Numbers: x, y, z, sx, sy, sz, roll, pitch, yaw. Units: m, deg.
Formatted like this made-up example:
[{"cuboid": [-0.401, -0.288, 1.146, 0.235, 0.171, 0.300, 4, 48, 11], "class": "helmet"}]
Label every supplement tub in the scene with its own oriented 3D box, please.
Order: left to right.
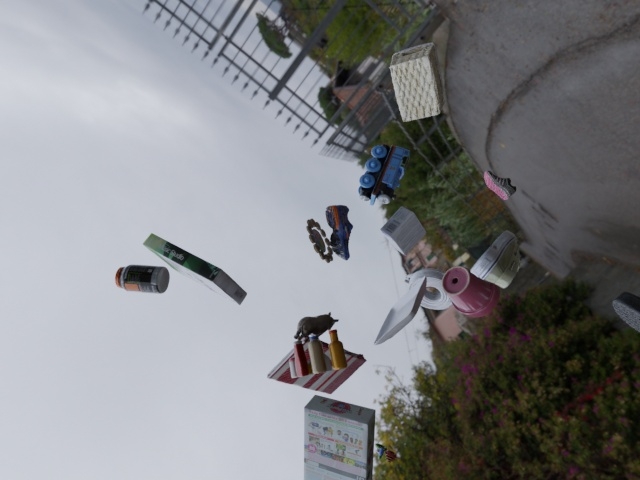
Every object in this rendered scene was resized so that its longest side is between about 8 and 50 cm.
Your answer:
[{"cuboid": [-0.738, 0.159, 1.741, 0.191, 0.116, 0.117, 4, -161, 6], "class": "supplement tub"}]

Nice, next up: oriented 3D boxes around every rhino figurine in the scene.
[{"cuboid": [-0.008, 0.330, 1.610, 0.073, 0.106, 0.243, 33, -161, 33], "class": "rhino figurine"}]

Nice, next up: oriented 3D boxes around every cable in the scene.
[{"cuboid": [0.593, 0.256, 2.212, 0.257, 0.257, 0.089, 41, -133, -9], "class": "cable"}]

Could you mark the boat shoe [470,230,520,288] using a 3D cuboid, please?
[{"cuboid": [0.482, 0.056, 1.121, 0.094, 0.109, 0.302, 42, -146, 17], "class": "boat shoe"}]

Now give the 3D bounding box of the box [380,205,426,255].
[{"cuboid": [0.313, -0.036, 1.581, 0.137, 0.126, 0.072, 46, 175, -41], "class": "box"}]

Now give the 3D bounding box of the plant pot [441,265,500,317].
[{"cuboid": [0.605, 0.198, 1.734, 0.180, 0.201, 0.201, 30, -159, -35], "class": "plant pot"}]

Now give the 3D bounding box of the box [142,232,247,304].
[{"cuboid": [-0.430, 0.101, 1.453, 0.322, 0.058, 0.232, 22, 160, 22], "class": "box"}]

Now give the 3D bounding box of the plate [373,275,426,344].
[{"cuboid": [0.359, 0.311, 1.818, 0.045, 0.277, 0.278, 38, -141, 3], "class": "plate"}]

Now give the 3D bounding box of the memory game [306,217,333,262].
[{"cuboid": [0.000, 0.000, 1.565, 0.186, 0.012, 0.186, 51, -157, -31], "class": "memory game"}]

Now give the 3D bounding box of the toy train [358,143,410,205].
[{"cuboid": [0.170, -0.178, 1.133, 0.105, 0.184, 0.080, 20, 159, 10], "class": "toy train"}]

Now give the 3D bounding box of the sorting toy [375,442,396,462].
[{"cuboid": [0.254, 0.855, 1.680, 0.102, 0.042, 0.061, 11, 167, 47], "class": "sorting toy"}]

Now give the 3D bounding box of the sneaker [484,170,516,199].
[{"cuboid": [0.779, -0.248, 1.812, 0.063, 0.075, 0.170, 71, 172, -50], "class": "sneaker"}]

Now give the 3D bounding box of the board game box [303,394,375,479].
[{"cuboid": [0.060, 0.693, 1.384, 0.224, 0.303, 0.097, 5, -170, 24], "class": "board game box"}]

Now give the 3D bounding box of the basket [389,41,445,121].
[{"cuboid": [0.254, -0.406, 1.091, 0.103, 0.114, 0.167, -67, -38, -48], "class": "basket"}]

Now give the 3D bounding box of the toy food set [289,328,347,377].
[{"cuboid": [-0.023, 0.326, 1.194, 0.111, 0.232, 0.104, -3, -108, -26], "class": "toy food set"}]

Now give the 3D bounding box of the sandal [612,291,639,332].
[{"cuboid": [0.906, 0.245, 0.954, 0.167, 0.107, 0.445, 45, -176, -40], "class": "sandal"}]

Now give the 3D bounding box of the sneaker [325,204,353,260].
[{"cuboid": [0.085, -0.030, 1.541, 0.087, 0.221, 0.083, -19, -157, -26], "class": "sneaker"}]

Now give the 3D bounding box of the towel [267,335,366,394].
[{"cuboid": [-0.010, 0.485, 1.610, 0.329, 0.237, 0.037, 28, -158, -35], "class": "towel"}]
